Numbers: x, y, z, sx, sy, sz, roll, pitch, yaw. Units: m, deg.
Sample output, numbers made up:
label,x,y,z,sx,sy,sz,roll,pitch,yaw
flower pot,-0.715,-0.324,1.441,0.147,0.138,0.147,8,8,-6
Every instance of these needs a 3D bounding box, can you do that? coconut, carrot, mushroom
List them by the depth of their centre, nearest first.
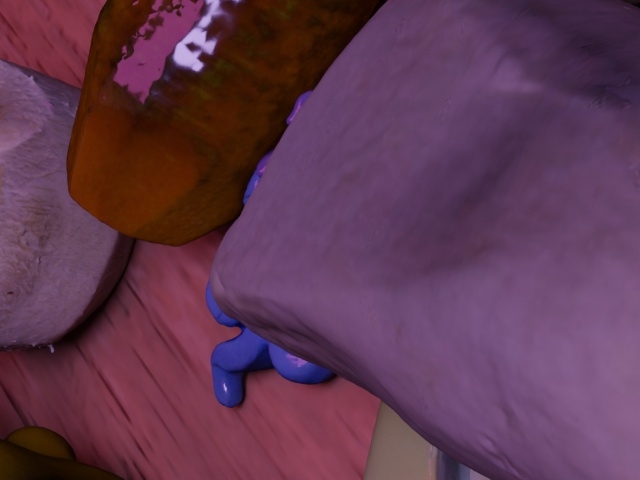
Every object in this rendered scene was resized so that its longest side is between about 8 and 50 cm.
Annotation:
label,x,y,z,sx,sy,sz,roll,pitch,yaw
mushroom,0.095,0.012,0.575,0.154,0.137,0.407,-50,29,-7
carrot,-0.017,-0.137,0.915,0.302,0.114,0.114,-56,43,14
coconut,-0.188,-0.019,1.012,0.161,0.162,0.161,-21,59,41

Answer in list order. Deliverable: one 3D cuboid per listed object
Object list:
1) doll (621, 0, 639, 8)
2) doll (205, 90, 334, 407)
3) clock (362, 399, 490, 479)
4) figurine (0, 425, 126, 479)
label,x,y,z,sx,sy,sz,roll,pitch,yaw
doll,0.157,-0.067,0.699,0.145,0.103,0.316,-38,26,-21
doll,0.000,0.000,0.880,0.206,0.067,0.110,-53,56,34
clock,0.118,0.079,0.711,0.232,0.069,0.170,5,77,47
figurine,-0.210,0.146,0.959,0.327,0.218,0.169,24,85,41
